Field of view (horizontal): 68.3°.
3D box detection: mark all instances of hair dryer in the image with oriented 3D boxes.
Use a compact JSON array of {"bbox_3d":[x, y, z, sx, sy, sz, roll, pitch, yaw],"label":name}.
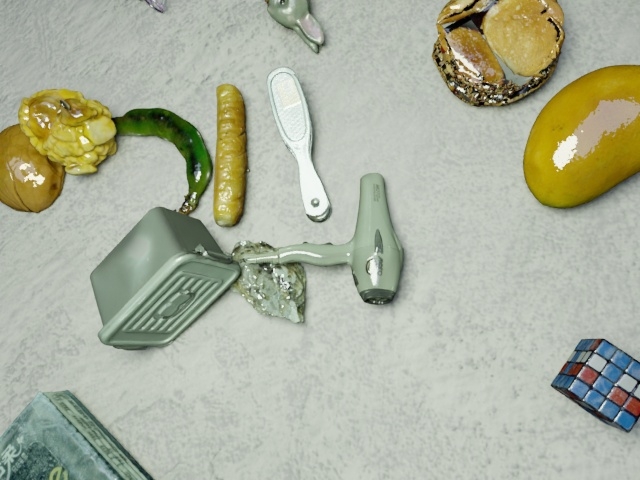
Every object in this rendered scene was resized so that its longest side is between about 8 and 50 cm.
[{"bbox_3d":[0.023,-0.028,0.815,0.266,0.092,0.229,17,67,5],"label":"hair dryer"}]

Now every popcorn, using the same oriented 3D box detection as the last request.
[{"bbox_3d":[-0.495,-0.222,0.952,0.194,0.164,0.140,7,38,23],"label":"popcorn"}]

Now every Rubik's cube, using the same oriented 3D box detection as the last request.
[{"bbox_3d":[0.412,0.206,0.687,0.092,0.092,0.092,35,87,17],"label":"Rubik's cube"}]

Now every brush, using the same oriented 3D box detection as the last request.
[{"bbox_3d":[-0.036,-0.177,0.894,0.068,0.060,0.297,-15,88,8],"label":"brush"}]

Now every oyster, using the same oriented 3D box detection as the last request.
[{"bbox_3d":[-0.092,0.068,0.841,0.177,0.064,0.125,21,86,17],"label":"oyster"}]

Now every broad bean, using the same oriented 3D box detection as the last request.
[{"bbox_3d":[-0.310,-0.187,0.950,0.144,0.049,0.292,-41,73,1],"label":"broad bean"}]

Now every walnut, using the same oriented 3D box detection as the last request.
[{"bbox_3d":[-0.636,-0.163,0.992,0.167,0.087,0.211,-20,74,10],"label":"walnut"}]

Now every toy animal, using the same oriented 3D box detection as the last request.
[{"bbox_3d":[-0.064,-0.491,0.934,0.107,0.138,0.237,-5,69,-24],"label":"toy animal"}]

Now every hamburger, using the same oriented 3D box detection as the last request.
[{"bbox_3d":[0.312,-0.349,0.833,0.230,0.107,0.231,-2,77,7],"label":"hamburger"}]

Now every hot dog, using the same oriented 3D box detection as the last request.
[{"bbox_3d":[-0.173,-0.166,0.901,0.061,0.088,0.286,-4,79,5],"label":"hot dog"}]

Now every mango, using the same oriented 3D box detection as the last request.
[{"bbox_3d":[0.434,-0.171,0.748,0.254,0.139,0.176,-33,69,9],"label":"mango"}]

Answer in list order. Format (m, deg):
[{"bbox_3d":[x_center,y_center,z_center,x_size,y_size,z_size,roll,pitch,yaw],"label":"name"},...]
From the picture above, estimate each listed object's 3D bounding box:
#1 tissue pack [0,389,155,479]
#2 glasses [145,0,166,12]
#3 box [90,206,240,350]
[{"bbox_3d":[-0.426,0.442,0.799,0.315,0.103,0.228,36,85,16],"label":"tissue pack"},{"bbox_3d":[-0.367,-0.579,1.047,0.140,0.062,0.104,38,85,16],"label":"glasses"},{"bbox_3d":[-0.277,0.064,0.817,0.243,0.163,0.135,-44,62,14],"label":"box"}]
